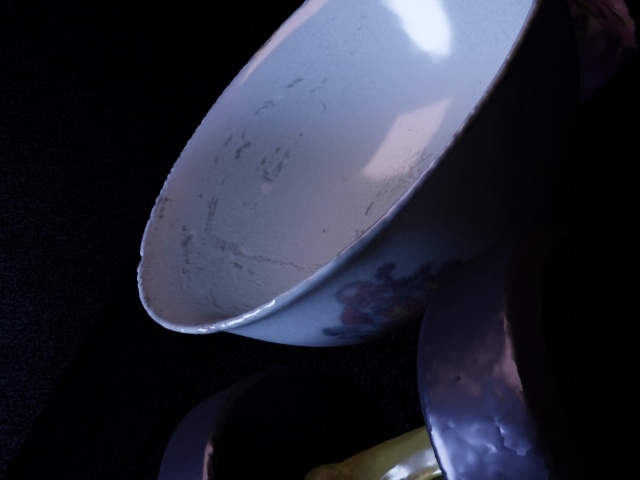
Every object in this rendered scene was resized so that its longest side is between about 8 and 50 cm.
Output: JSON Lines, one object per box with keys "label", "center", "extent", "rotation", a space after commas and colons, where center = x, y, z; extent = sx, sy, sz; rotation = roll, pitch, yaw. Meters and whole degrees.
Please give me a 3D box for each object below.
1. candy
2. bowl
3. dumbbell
{"label": "candy", "center": [0.177, -0.161, 0.939], "extent": [0.265, 0.116, 0.155], "rotation": [-44, 24, 33]}
{"label": "bowl", "center": [0.064, -0.059, 0.764], "extent": [0.435, 0.196, 0.435], "rotation": [-37, 28, 24]}
{"label": "dumbbell", "center": [0.064, 0.142, 0.583], "extent": [0.322, 0.204, 0.203], "rotation": [-32, 31, 39]}
